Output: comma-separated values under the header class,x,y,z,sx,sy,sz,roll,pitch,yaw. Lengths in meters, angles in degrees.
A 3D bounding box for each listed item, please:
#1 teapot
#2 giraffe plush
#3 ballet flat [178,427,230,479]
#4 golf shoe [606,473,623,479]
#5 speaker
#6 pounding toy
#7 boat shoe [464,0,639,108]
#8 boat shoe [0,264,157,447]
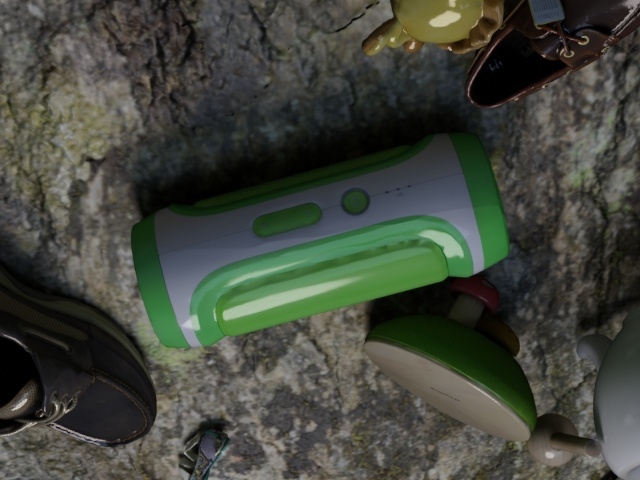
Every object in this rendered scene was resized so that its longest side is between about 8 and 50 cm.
class,x,y,z,sx,sy,sz,roll,pitch,yaw
teapot,0.365,0.110,1.115,0.256,0.187,0.252,-8,158,12
giraffe plush,0.100,-0.204,0.820,0.181,0.210,0.170,4,163,-13
ballet flat,-0.130,0.237,1.309,0.041,0.041,0.114,8,133,-21
golf shoe,0.350,0.323,1.495,0.198,0.077,0.094,-21,126,-2
speaker,0.000,0.000,1.022,0.296,0.131,0.131,-15,137,2
pounding toy,0.169,0.115,1.186,0.237,0.110,0.183,30,165,6
boat shoe,0.175,-0.153,0.880,0.073,0.073,0.207,42,150,-3
boat shoe,-0.277,0.111,1.065,0.132,0.130,0.355,-32,134,19
